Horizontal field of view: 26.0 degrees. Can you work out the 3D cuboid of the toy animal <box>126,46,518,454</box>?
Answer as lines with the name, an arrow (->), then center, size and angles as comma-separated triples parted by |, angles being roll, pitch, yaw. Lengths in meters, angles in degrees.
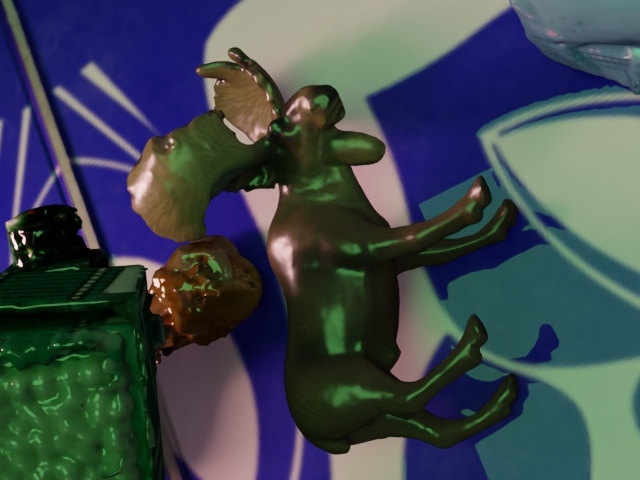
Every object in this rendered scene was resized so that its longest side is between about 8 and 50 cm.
toy animal -> 0.000, 0.000, 0.700 | 0.186, 0.094, 0.214 | -3, 81, 22

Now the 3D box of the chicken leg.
chicken leg -> -0.147, 0.068, 0.769 | 0.252, 0.087, 0.107 | -28, 86, 13

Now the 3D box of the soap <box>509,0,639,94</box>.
soap -> 0.181, -0.212, 0.647 | 0.156, 0.077, 0.293 | 8, 88, 25

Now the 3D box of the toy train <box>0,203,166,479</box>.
toy train -> -0.113, 0.119, 0.662 | 0.115, 0.154, 0.269 | -4, 102, -3
